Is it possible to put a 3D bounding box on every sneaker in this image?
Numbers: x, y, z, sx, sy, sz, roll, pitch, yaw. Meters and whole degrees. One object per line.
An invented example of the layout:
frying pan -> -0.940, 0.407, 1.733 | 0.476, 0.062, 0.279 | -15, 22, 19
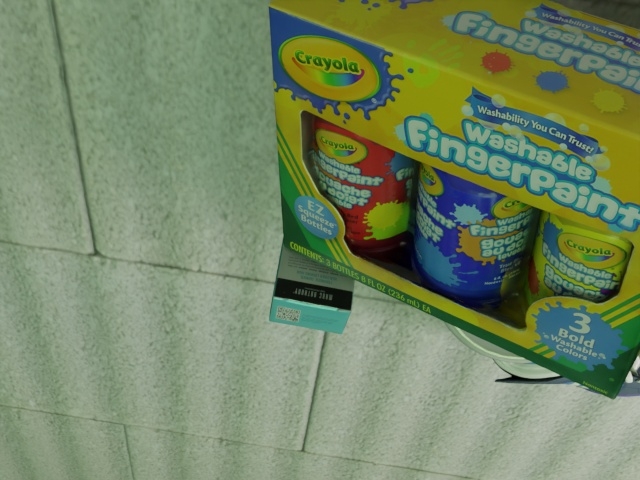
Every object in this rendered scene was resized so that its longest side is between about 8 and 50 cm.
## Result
sneaker -> 0.416, 0.172, 1.429 | 0.323, 0.130, 0.236 | 6, 175, 13

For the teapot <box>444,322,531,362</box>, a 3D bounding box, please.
teapot -> 0.269, 0.034, 1.308 | 0.253, 0.187, 0.256 | -32, 103, 18

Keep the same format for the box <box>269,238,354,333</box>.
box -> 0.000, 0.000, 1.251 | 0.101, 0.244, 0.060 | 11, 143, -3

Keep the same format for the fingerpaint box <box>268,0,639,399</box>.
fingerpaint box -> 0.173, -0.073, 1.016 | 0.445, 0.163, 0.371 | 25, 143, 21

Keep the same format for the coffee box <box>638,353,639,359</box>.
coffee box -> 0.587, 0.078, 1.078 | 0.338, 0.337, 0.334 | -13, 143, -6
